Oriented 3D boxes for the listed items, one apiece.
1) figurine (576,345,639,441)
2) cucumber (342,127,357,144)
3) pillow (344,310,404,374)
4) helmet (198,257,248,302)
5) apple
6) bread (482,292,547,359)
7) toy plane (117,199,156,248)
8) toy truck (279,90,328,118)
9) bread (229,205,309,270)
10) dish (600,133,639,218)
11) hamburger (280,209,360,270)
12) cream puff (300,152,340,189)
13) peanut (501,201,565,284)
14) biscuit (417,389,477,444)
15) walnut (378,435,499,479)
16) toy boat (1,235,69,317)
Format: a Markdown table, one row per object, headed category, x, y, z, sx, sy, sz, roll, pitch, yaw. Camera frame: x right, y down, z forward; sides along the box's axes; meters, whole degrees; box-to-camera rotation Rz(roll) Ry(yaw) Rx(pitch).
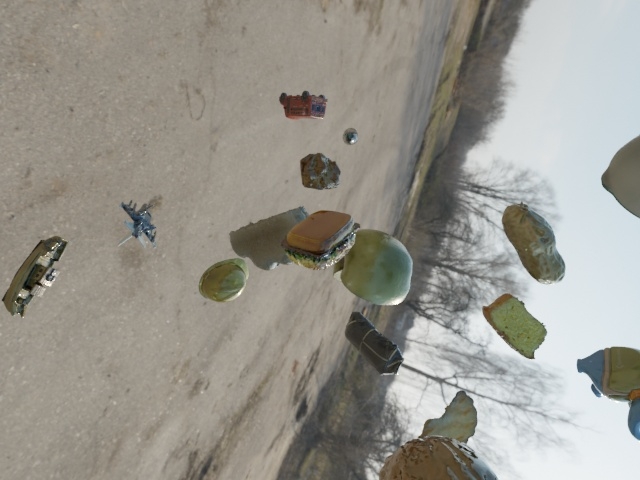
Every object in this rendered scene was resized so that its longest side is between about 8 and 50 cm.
| category | x | y | z | sx | sy | sz | roll | pitch | yaw |
| --- | --- | --- | --- | --- | --- | --- | --- | --- | --- |
| figurine | 0.677 | 0.305 | 0.799 | 0.154 | 0.262 | 0.180 | 1 | 82 | -50 |
| cucumber | 0.103 | -0.360 | 1.384 | 0.284 | 0.056 | 0.056 | -71 | 175 | -72 |
| pillow | 0.218 | 0.437 | 1.679 | 0.093 | 0.335 | 0.161 | -8 | 124 | -34 |
| helmet | -0.427 | 0.208 | 1.872 | 0.257 | 0.140 | 0.205 | -25 | 127 | -24 |
| apple | 0.189 | 0.079 | 1.422 | 0.295 | 0.258 | 0.233 | -130 | -132 | -77 |
| bread | 0.512 | 0.221 | 1.052 | 0.103 | 0.187 | 0.065 | -48 | -175 | 0 |
| toy plane | -0.519 | -0.063 | 1.167 | 0.234 | 0.082 | 0.160 | -94 | 160 | -55 |
| toy truck | -0.086 | -0.607 | 1.808 | 0.107 | 0.253 | 0.114 | -5 | 106 | -39 |
| bread | -0.163 | 0.005 | 1.359 | 0.102 | 0.337 | 0.183 | -24 | 96 | -56 |
| dish | 0.571 | -0.114 | 0.593 | 0.078 | 0.246 | 0.224 | 57 | 40 | -55 |
| hamburger | 0.000 | 0.000 | 0.846 | 0.166 | 0.137 | 0.087 | -37 | 133 | -44 |
| cream puff | -0.004 | -0.179 | 1.035 | 0.122 | 0.116 | 0.094 | -12 | 108 | -42 |
| peanut | 0.477 | 0.013 | 0.894 | 0.214 | 0.099 | 0.099 | 62 | 31 | -15 |
| biscuit | 0.346 | 0.491 | 1.068 | 0.183 | 0.118 | 0.061 | -44 | -179 | -6 |
| walnut | 0.168 | 0.377 | 0.539 | 0.213 | 0.213 | 0.213 | 18 | 90 | -77 |
| toy boat | -0.679 | 0.085 | 0.965 | 0.064 | 0.072 | 0.206 | 79 | 28 | -68 |
